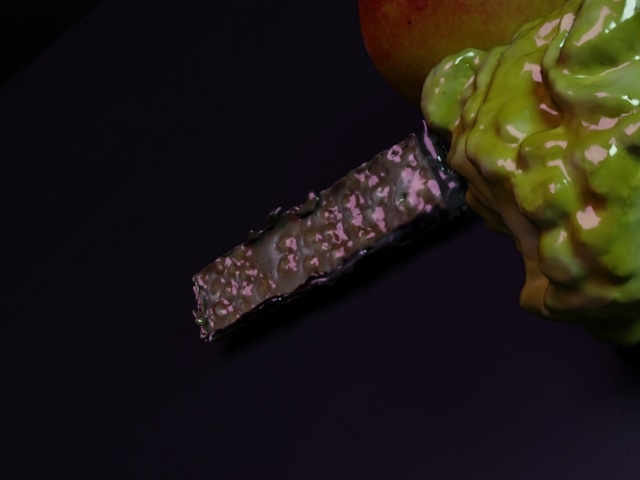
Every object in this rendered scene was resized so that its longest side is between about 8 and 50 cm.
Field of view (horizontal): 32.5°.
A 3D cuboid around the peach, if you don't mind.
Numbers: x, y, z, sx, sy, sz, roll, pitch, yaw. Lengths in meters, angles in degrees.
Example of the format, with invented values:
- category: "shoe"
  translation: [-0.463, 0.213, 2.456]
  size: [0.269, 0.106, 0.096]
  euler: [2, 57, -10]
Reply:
- category: "peach"
  translation: [0.148, -0.214, 1.006]
  size: [0.231, 0.231, 0.231]
  euler: [-33, 31, 23]

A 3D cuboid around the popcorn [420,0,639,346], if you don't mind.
- category: "popcorn"
  translation: [0.207, -0.077, 0.747]
  size: [0.242, 0.235, 0.250]
  euler: [-25, 47, -9]

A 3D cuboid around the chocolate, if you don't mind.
- category: "chocolate"
  translation: [0.004, 0.004, 1.081]
  size: [0.329, 0.065, 0.102]
  euler: [-30, 64, 27]
